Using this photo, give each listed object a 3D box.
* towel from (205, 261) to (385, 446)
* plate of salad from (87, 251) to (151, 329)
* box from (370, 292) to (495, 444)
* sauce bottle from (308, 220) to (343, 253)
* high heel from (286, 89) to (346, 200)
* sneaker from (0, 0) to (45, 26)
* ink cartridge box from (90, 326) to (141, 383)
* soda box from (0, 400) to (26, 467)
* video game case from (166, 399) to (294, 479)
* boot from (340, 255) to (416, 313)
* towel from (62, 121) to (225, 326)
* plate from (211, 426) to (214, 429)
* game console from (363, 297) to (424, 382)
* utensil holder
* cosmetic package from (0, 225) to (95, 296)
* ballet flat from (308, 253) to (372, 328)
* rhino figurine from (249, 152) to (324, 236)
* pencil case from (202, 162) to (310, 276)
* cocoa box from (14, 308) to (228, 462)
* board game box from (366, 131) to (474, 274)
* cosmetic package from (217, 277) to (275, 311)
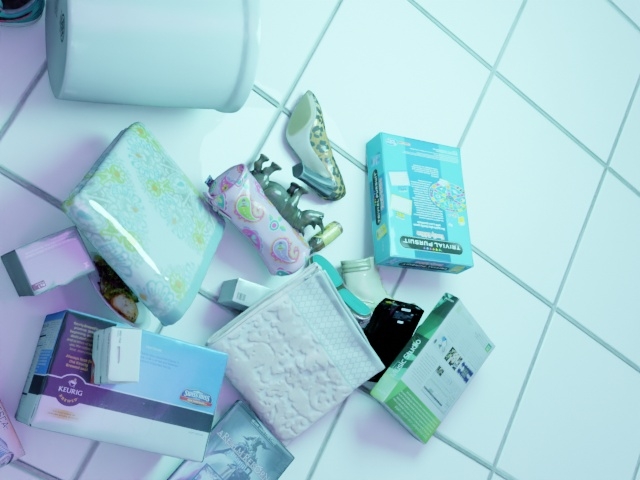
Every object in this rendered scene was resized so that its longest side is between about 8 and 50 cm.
[{"bbox_3d":[-0.049,0.266,1.889,0.317,0.053,0.332,-36,113,-9],"label":"towel"},{"bbox_3d":[-0.414,0.098,1.722,0.048,0.200,0.200,-38,104,8],"label":"plate of salad"},{"bbox_3d":[0.286,0.322,2.067,0.322,0.058,0.232,-52,129,-14],"label":"box"},{"bbox_3d":[0.000,0.000,2.033,0.128,0.042,0.042,-38,102,-28],"label":"sauce bottle"},{"bbox_3d":[0.003,-0.231,2.062,0.186,0.093,0.261,30,55,-46],"label":"high heel"},{"bbox_3d":[-0.692,-0.484,1.646,0.295,0.178,0.124,-14,90,-28],"label":"sneaker"},{"bbox_3d":[-0.370,0.210,1.493,0.056,0.135,0.099,7,78,-28],"label":"ink cartridge box"},{"bbox_3d":[-0.652,0.355,1.632,0.063,0.058,0.183,-26,96,-28],"label":"soda box"},{"bbox_3d":[-0.206,0.519,1.818,0.196,0.026,0.274,49,65,-14],"label":"video game case"},{"bbox_3d":[0.148,0.120,2.081,0.213,0.077,0.165,-1,81,-28],"label":"boot"},{"bbox_3d":[-0.353,-0.045,1.710,0.320,0.090,0.374,51,26,-22],"label":"towel"},{"bbox_3d":[-0.231,0.603,1.833,0.277,0.045,0.278,45,66,-17],"label":"plate"},{"bbox_3d":[0.241,0.272,2.095,0.361,0.044,0.213,17,104,-38],"label":"game console"},{"bbox_3d":[-0.359,-0.438,1.739,0.385,0.327,0.327,-3,85,-27],"label":"utensil holder"},{"bbox_3d":[-0.541,0.044,1.627,0.127,0.238,0.107,-26,95,-28],"label":"cosmetic package"},{"bbox_3d":[0.035,0.132,2.001,0.077,0.079,0.221,-19,56,-45],"label":"ballet flat"},{"bbox_3d":[-0.082,-0.092,1.981,0.243,0.073,0.106,41,87,-19],"label":"rhino figurine"},{"bbox_3d":[-0.144,-0.043,1.894,0.124,0.124,0.284,-52,120,-23],"label":"pencil case"},{"bbox_3d":[-0.402,0.293,1.673,0.347,0.231,0.228,20,74,-24],"label":"cocoa box"},{"bbox_3d":[0.253,-0.093,2.123,0.254,0.079,0.336,8,68,-27],"label":"board game box"},{"bbox_3d":[-0.110,0.151,1.925,0.239,0.099,0.060,21,72,-25],"label":"cosmetic package"}]
